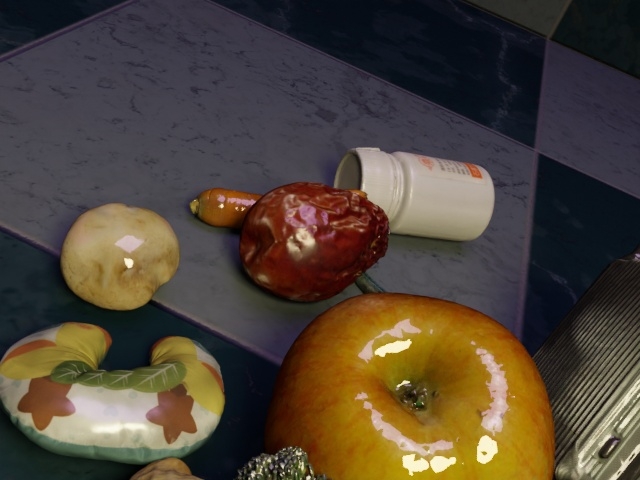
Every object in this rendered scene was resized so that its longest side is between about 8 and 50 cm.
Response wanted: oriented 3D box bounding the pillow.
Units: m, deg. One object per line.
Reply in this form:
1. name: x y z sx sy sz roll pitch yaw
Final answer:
1. pillow: -0.215 0.152 0.727 0.233 0.086 0.214 10 18 -14

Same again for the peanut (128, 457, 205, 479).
1. peanut: -0.089 0.309 0.567 0.136 0.120 0.298 -25 50 -18

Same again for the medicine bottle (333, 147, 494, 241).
1. medicine bottle: 0.157 -0.077 1.174 0.251 0.145 0.145 4 40 -24

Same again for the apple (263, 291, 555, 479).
1. apple: 0.092 0.182 0.694 0.301 0.302 0.302 15 36 -11

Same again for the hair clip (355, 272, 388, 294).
1. hair clip: 0.107 0.088 1.023 0.229 0.039 0.070 40 40 24

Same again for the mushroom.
1. mushroom: -0.248 0.018 0.857 0.147 0.112 0.148 13 39 -10

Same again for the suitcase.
1. suitcase: 0.345 0.149 0.773 0.128 0.312 0.202 40 -2 -13

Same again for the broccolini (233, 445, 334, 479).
1. broccolini: -0.004 0.263 0.567 0.091 0.068 0.203 -31 95 -25

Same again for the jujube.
1. jujube: 0.000 0.000 0.981 0.236 0.168 0.168 -6 45 -42

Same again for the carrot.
1. carrot: -0.064 -0.049 1.060 0.271 0.066 0.062 1 2 -11
